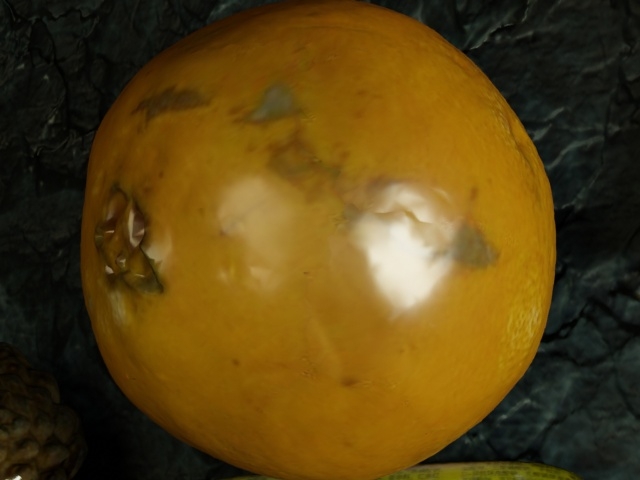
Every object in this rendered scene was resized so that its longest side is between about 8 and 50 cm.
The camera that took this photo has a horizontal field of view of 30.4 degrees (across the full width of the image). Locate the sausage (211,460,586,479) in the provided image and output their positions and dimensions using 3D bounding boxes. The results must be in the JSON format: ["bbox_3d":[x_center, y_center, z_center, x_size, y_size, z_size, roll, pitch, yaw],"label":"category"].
[{"bbox_3d":[0.036,0.208,0.764,0.347,0.123,0.123,-5,82,11],"label":"sausage"}]

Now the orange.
[{"bbox_3d":[0.000,0.000,0.752,0.312,0.312,0.312,-4,83,38],"label":"orange"}]

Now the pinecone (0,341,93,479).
[{"bbox_3d":[-0.307,0.222,1.017,0.243,0.243,0.257,12,118,38],"label":"pinecone"}]
